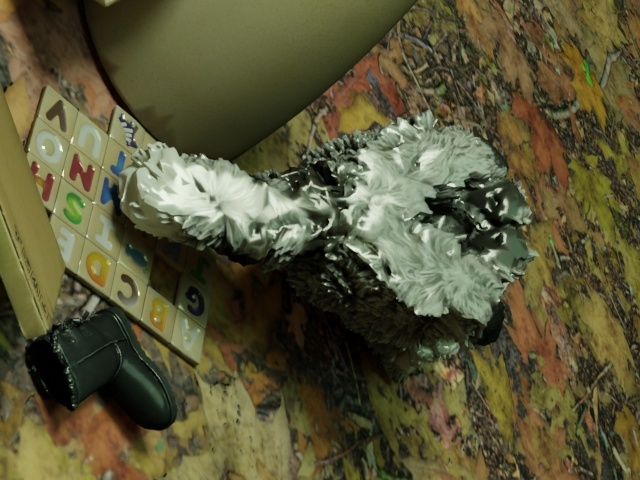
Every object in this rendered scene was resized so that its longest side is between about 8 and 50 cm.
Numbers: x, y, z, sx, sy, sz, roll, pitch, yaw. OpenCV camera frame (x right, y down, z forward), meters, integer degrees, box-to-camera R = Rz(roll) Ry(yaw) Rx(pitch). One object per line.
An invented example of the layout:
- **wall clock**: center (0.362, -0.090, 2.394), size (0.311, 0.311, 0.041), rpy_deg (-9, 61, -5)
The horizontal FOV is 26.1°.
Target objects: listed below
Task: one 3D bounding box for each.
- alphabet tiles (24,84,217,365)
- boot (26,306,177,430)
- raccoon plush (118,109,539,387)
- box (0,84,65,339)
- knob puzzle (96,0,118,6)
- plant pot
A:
- **alphabet tiles**: center (-0.173, -0.027, 1.237), size (0.237, 0.009, 0.198), rpy_deg (42, 40, -37)
- **boot**: center (-0.176, 0.112, 1.110), size (0.121, 0.045, 0.099), rpy_deg (61, 28, 2)
- **raccoon plush**: center (0.000, 0.000, 1.387), size (0.446, 0.299, 0.216), rpy_deg (20, 65, -14)
- **box**: center (-0.236, -0.045, 1.027), size (0.164, 0.021, 0.201), rpy_deg (-110, -178, -73)
- **knob puzzle**: center (-0.173, -0.296, 1.217), size (0.030, 0.213, 0.213), rpy_deg (98, 2, -48)
- **plant pot**: center (-0.037, -0.239, 1.317), size (0.256, 0.274, 0.256), rpy_deg (38, 40, -42)
